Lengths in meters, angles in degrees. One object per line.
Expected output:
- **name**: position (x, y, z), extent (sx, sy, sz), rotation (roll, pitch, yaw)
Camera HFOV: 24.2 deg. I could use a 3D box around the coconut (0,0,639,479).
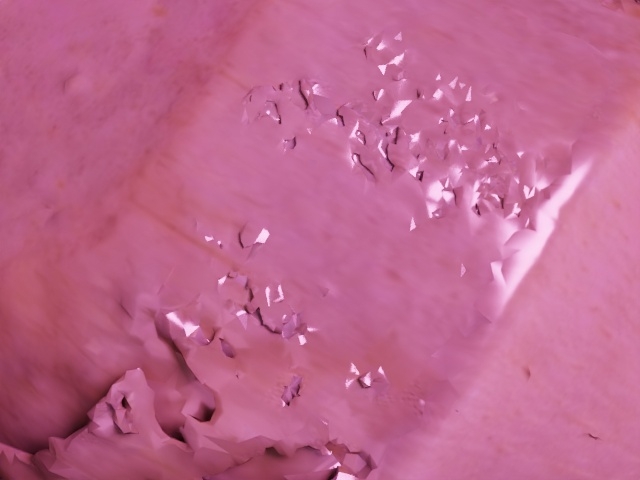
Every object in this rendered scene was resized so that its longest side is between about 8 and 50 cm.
- **coconut**: position (0.000, 0.000, 0.536), extent (0.352, 0.352, 0.353), rotation (11, 119, 20)
